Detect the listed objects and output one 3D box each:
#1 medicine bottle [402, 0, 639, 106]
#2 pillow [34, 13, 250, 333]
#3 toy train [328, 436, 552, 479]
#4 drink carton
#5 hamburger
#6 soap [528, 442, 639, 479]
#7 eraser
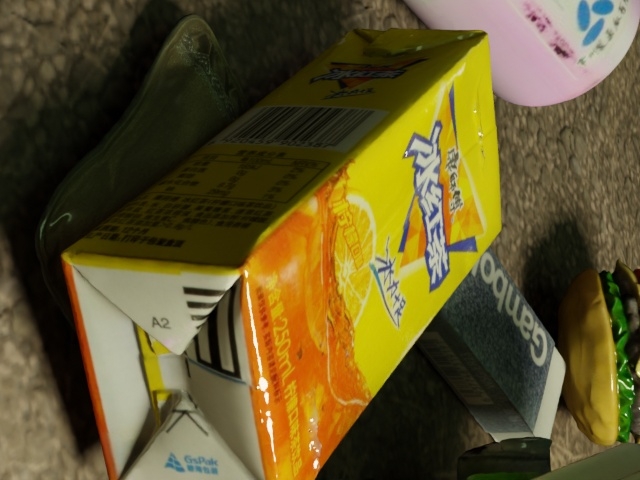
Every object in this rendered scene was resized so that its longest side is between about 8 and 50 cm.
[{"bbox_3d":[0.126,-0.219,1.068,0.254,0.152,0.152,39,53,-47],"label":"medicine bottle"},{"bbox_3d":[-0.091,-0.028,0.821,0.217,0.033,0.130,-60,137,-42],"label":"pillow"},{"bbox_3d":[0.090,0.281,0.924,0.249,0.173,0.307,9,77,-46],"label":"toy train"},{"bbox_3d":[0.000,0.000,0.847,0.351,0.111,0.154,-46,135,-54],"label":"drink carton"},{"bbox_3d":[0.260,0.096,1.216,0.162,0.115,0.162,-5,90,-86],"label":"hamburger"},{"bbox_3d":[0.193,0.230,0.837,0.347,0.115,0.208,-12,91,-41],"label":"soap"},{"bbox_3d":[0.122,0.071,1.104,0.212,0.046,0.092,52,45,-37],"label":"eraser"}]
